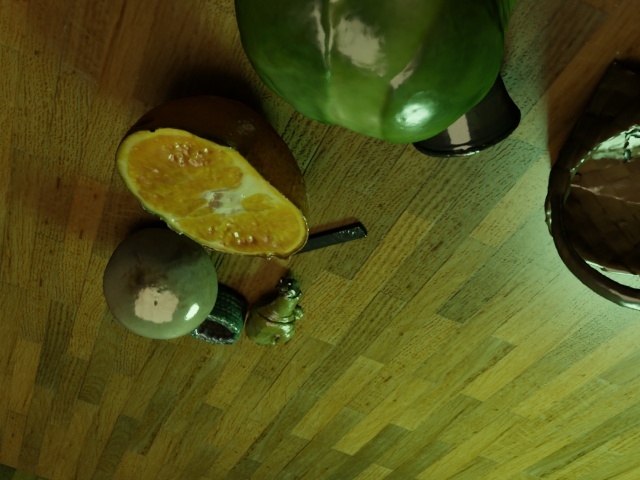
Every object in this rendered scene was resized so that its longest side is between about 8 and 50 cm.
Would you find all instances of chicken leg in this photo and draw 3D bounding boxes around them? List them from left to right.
[{"bbox_3d":[-0.085,0.151,1.752,0.103,0.088,0.228,33,134,-7],"label":"chicken leg"}]

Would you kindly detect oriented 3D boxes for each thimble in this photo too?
[{"bbox_3d":[-0.226,0.156,1.788,0.135,0.090,0.118,17,143,-5],"label":"thimble"}]

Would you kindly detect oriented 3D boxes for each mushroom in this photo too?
[{"bbox_3d":[-0.316,0.082,1.671,0.226,0.178,0.227,-1,114,-2],"label":"mushroom"}]

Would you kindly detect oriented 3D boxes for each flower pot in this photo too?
[{"bbox_3d":[0.189,-0.199,1.168,0.157,0.157,0.107,-5,128,24],"label":"flower pot"}]

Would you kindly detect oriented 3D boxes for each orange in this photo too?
[{"bbox_3d":[-0.166,-0.096,1.329,0.310,0.274,0.274,1,159,-46],"label":"orange"}]

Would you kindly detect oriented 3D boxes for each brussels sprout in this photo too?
[{"bbox_3d":[0.067,-0.266,0.960,0.275,0.315,0.371,-1,169,29],"label":"brussels sprout"}]

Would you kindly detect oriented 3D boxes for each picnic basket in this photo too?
[{"bbox_3d":[0.455,-0.029,1.150,0.293,0.337,0.337,14,142,3],"label":"picnic basket"}]

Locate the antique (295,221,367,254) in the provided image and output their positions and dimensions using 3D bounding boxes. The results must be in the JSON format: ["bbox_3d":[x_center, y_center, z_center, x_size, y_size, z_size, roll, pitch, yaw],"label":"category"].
[{"bbox_3d":[0.000,0.000,1.580,0.192,0.015,0.031,-15,133,33],"label":"antique"}]
